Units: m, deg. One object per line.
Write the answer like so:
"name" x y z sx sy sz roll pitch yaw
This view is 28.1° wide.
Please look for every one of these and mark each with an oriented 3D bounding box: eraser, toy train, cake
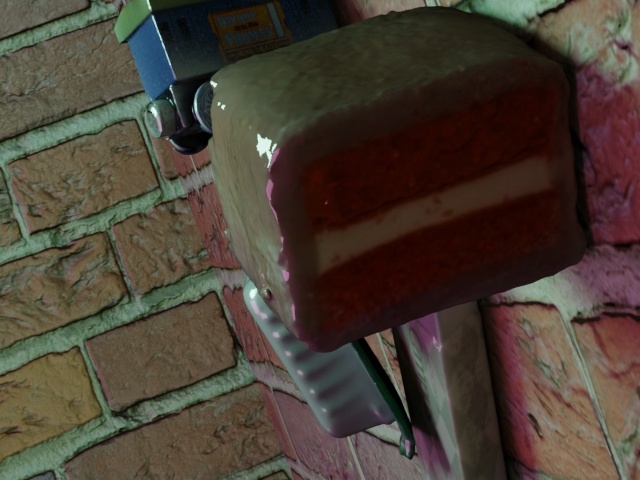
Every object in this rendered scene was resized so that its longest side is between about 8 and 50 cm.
"eraser" 0.161 0.180 1.645 0.213 0.082 0.397 -131 24 -57
"toy train" -0.095 -0.231 1.596 0.131 0.300 0.202 -22 86 57
"cake" 0.063 -0.064 1.180 0.230 0.309 0.237 -137 32 -58

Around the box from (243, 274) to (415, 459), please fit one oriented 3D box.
"box" -0.003 0.135 1.715 0.336 0.106 0.264 58 -179 -7
